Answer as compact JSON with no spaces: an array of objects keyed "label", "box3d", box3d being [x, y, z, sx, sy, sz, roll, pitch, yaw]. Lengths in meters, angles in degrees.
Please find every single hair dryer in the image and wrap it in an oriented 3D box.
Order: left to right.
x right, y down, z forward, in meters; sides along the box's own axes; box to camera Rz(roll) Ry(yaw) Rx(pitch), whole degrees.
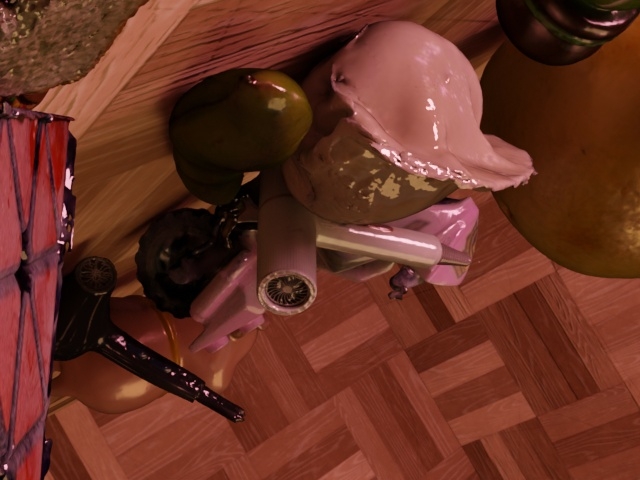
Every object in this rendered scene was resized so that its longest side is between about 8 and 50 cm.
[{"label":"hair dryer","box3d":[-0.155,0.100,1.053,0.075,0.219,0.195,-64,-168,-28]},{"label":"hair dryer","box3d":[0.041,0.010,0.849,0.155,0.183,0.044,-90,-157,-51]}]

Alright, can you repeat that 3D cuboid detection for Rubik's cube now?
[{"label":"Rubik's cube","box3d":[-0.186,0.002,0.445,0.178,0.211,0.190,4,-150,-2]}]

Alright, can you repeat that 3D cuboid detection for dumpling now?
[{"label":"dumpling","box3d":[0.062,-0.073,0.796,0.247,0.172,0.142,-110,-145,-76]}]

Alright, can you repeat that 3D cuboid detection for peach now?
[{"label":"peach","box3d":[0.305,-0.123,1.088,0.314,0.281,0.315,4,142,-1]}]

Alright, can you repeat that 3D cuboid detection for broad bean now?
[{"label":"broad bean","box3d":[-0.058,-0.060,0.753,0.067,0.075,0.325,-56,-177,-11]}]

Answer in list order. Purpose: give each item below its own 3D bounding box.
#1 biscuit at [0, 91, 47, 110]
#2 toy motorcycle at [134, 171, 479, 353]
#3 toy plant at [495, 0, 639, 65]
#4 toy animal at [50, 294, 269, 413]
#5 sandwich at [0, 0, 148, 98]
[{"label":"biscuit","box3d":[-0.152,-0.051,0.512,0.092,0.016,0.082,-30,176,7]},{"label":"toy motorcycle","box3d":[0.000,0.000,1.016,0.327,0.188,0.143,-32,-178,15]},{"label":"toy plant","box3d":[0.184,-0.185,0.776,0.093,0.093,0.162,-29,174,-27]},{"label":"toy animal","box3d":[-0.190,0.112,1.305,0.248,0.165,0.149,-23,146,-17]},{"label":"sandwich","box3d":[-0.100,-0.079,0.388,0.093,0.036,0.105,-27,175,-46]}]
